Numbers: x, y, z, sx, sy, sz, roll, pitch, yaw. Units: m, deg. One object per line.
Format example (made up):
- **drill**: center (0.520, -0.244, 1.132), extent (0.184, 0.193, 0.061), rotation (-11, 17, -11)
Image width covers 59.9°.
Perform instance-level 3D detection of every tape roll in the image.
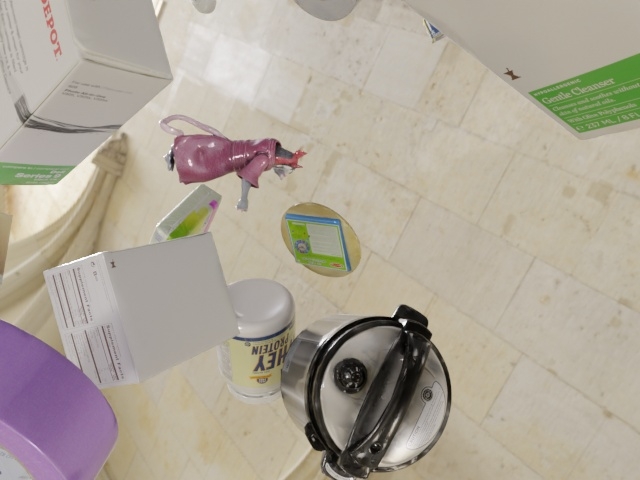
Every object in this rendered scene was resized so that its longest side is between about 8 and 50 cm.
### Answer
- **tape roll**: center (0.008, -0.605, 1.232), extent (0.219, 0.072, 0.219), rotation (30, 153, 17)
- **tape roll**: center (-0.371, 0.200, 0.613), extent (0.275, 0.275, 0.090), rotation (25, -139, -2)

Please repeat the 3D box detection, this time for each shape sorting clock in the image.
- **shape sorting clock**: center (0.000, 0.000, 1.266), extent (0.206, 0.206, 0.040), rotation (29, -137, 14)

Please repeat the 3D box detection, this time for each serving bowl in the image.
- **serving bowl**: center (-0.275, -0.558, 1.267), extent (0.083, 0.083, 0.027), rotation (32, -133, 27)

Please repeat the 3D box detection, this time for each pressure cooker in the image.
- **pressure cooker**: center (0.109, 0.368, 1.373), extent (0.376, 0.369, 0.420), rotation (-13, 177, -18)

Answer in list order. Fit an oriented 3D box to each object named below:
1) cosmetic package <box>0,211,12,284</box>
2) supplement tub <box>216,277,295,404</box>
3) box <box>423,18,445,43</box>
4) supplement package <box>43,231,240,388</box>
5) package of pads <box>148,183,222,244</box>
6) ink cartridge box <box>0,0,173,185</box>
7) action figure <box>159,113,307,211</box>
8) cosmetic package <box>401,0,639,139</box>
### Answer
- **cosmetic package**: center (-0.514, 0.011, 0.844), extent (0.041, 0.115, 0.060), rotation (-13, 160, 31)
- **supplement tub**: center (-0.189, 0.300, 1.642), extent (0.235, 0.325, 0.235), rotation (0, -146, 0)
- **box**: center (0.325, -0.523, 1.284), extent (0.054, 0.169, 0.059), rotation (64, -167, -3)
- **supplement package**: center (-0.292, 0.112, 0.952), extent (0.145, 0.204, 0.262), rotation (-16, 180, 28)
- **package of pads**: center (-0.454, -0.020, 1.803), extent (0.101, 0.229, 0.296), rotation (34, -142, -1)
- **ink cartridge box**: center (-0.326, -0.218, 0.667), extent (0.121, 0.289, 0.211), rotation (-3, -107, -53)
- **action figure**: center (-0.219, -0.244, 1.548), extent (0.370, 0.275, 0.248), rotation (-3, -151, 11)
- **cosmetic package**: center (0.216, -0.264, 0.510), extent (0.365, 0.155, 0.197), rotation (28, 169, -18)
